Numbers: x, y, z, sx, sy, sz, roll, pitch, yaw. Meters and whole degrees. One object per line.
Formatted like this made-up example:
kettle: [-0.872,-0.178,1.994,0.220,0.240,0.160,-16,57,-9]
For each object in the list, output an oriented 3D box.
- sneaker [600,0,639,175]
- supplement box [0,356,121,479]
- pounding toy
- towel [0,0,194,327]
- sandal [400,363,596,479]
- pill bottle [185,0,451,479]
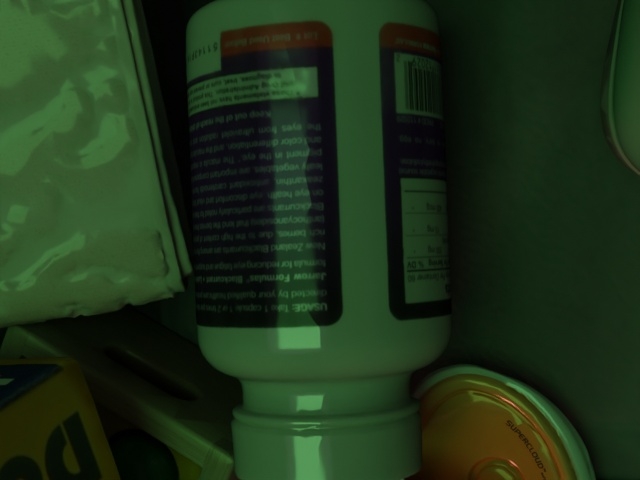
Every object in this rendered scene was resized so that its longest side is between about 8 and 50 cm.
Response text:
sneaker: [0.158,-0.134,0.352,0.094,0.151,0.256,-3,103,-7]
supplement box: [-0.264,0.180,0.468,0.356,0.194,0.195,-5,108,32]
pounding toy: [-0.140,0.139,0.548,0.181,0.094,0.206,28,106,15]
towel: [-0.243,-0.099,0.450,0.331,0.053,0.317,-9,106,0]
sandal: [0.053,0.190,0.489,0.102,0.076,0.265,17,103,18]
pill bottle: [0.000,0.000,0.454,0.108,0.108,0.194,-2,89,22]
